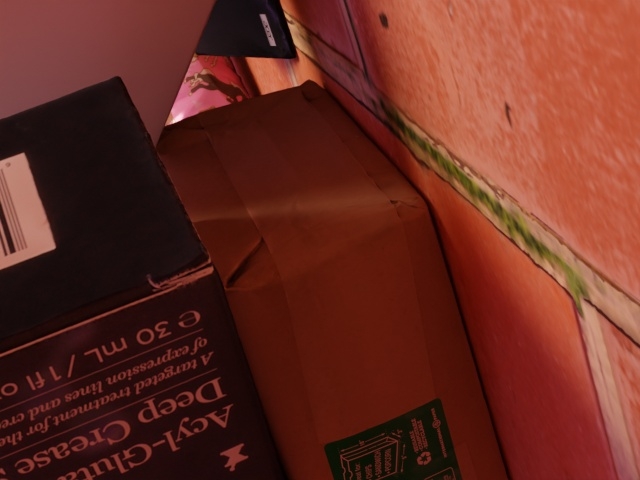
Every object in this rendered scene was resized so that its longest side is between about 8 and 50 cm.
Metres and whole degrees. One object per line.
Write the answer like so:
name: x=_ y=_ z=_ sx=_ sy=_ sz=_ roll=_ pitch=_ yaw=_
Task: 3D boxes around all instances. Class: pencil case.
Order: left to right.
pencil case: x=-0.185 y=-0.231 z=1.608 sx=0.167 sy=0.160 sz=0.386 roll=-3 pitch=-117 yaw=-53

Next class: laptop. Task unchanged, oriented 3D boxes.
laptop: x=-0.097 y=-0.317 z=1.237 sx=0.264 sy=0.136 sz=0.234 roll=-70 pitch=-34 yaw=-60

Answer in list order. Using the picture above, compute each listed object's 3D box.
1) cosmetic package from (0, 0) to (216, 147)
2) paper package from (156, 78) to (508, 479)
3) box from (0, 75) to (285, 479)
cosmetic package: x=-0.214 y=-0.189 z=0.978 sx=0.385 sy=0.217 sz=0.156 roll=-59 pitch=41 yaw=34
paper package: x=0.005 y=0.076 z=1.025 sx=0.309 sy=0.168 sz=0.325 roll=-124 pitch=14 yaw=-61
box: x=-0.196 y=0.138 z=0.870 sx=0.395 sy=0.293 sz=0.212 roll=76 pitch=168 yaw=-45
